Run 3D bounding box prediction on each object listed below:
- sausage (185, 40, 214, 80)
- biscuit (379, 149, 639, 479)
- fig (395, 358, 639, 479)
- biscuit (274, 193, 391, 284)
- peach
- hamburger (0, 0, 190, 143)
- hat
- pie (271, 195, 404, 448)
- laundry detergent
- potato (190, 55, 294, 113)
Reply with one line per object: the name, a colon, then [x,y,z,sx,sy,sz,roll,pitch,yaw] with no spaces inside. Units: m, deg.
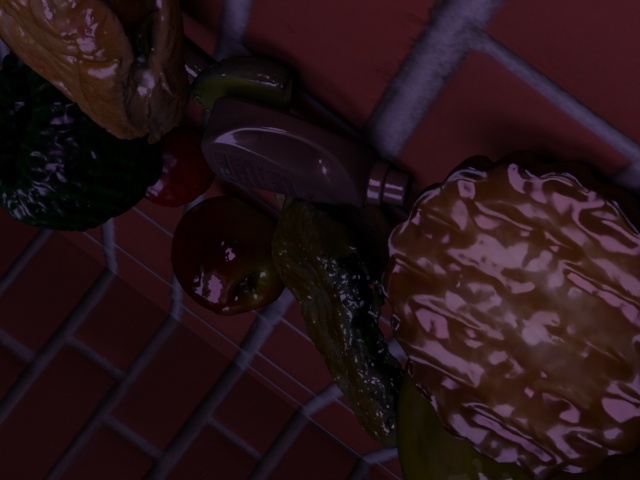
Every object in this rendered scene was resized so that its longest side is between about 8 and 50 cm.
sausage: [-0.121,-0.190,1.794,0.269,0.033,0.033,39,166,-10]
biscuit: [0.212,0.067,1.398,0.326,0.107,0.326,14,116,31]
fig: [0.234,0.206,1.646,0.343,0.343,0.343,35,166,10]
biscuit: [0.015,-0.030,1.883,0.220,0.033,0.220,35,149,24]
peach: [-0.147,0.019,2.269,0.197,0.197,0.197,35,166,10]
hamburger: [-0.254,-0.266,1.583,0.330,0.162,0.209,47,158,-5]
hat: [-0.301,-0.140,2.058,0.332,0.274,0.242,13,-173,-40]
pie: [0.031,0.096,1.834,0.296,0.078,0.371,40,154,55]
laundry detergent: [-0.017,-0.097,1.654,0.237,0.076,0.171,15,165,12]
potato: [-0.082,-0.182,1.675,0.119,0.054,0.198,24,166,-11]
